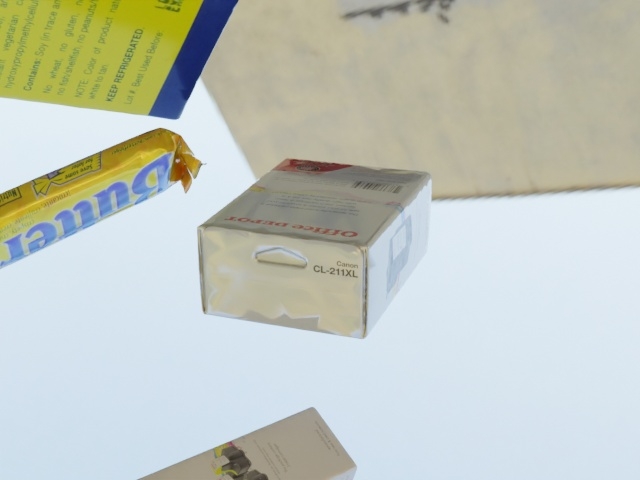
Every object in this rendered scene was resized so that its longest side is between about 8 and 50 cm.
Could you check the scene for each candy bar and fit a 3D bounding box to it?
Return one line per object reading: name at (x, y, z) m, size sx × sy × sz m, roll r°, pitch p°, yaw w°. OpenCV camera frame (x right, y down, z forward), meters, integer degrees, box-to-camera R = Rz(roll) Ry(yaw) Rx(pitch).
candy bar at (-0.115, 0.000, 0.389) m, size 0.161 × 0.018 × 0.040 m, roll -25°, pitch 163°, yaw -8°

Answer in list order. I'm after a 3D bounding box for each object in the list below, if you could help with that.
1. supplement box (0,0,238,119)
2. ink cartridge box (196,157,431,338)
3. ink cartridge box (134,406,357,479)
supplement box at (-0.235, -0.227, 0.701) m, size 0.356 × 0.194 × 0.195 m, roll 5°, pitch -123°, yaw -26°
ink cartridge box at (0.000, 0.000, 0.846) m, size 0.127 × 0.072 × 0.175 m, roll 8°, pitch -157°, yaw 18°
ink cartridge box at (-0.073, 0.196, 0.778) m, size 0.181 × 0.104 × 0.061 m, roll -18°, pitch -128°, yaw -28°
